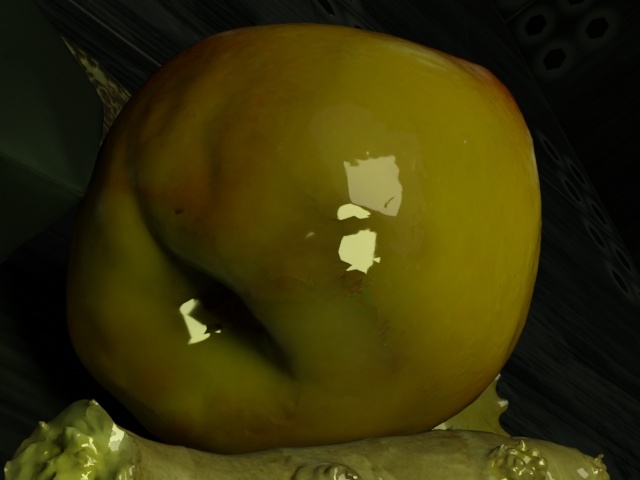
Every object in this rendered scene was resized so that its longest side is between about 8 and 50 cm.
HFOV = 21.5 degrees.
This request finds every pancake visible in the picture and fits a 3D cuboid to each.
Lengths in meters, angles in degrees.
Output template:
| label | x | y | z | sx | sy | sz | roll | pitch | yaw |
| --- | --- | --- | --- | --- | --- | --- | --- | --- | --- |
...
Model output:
| label | x | y | z | sx | sy | sz | roll | pitch | yaw |
| --- | --- | --- | --- | --- | --- | --- | --- | --- | --- |
| pancake | -0.180 | -0.093 | 1.345 | 0.184 | 0.020 | 0.190 | 60 | 20 | 19 |

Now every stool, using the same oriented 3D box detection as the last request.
| label | x | y | z | sx | sy | sz | roll | pitch | yaw |
| --- | --- | --- | --- | --- | --- | --- | --- | --- | --- |
| stool | -0.241 | -0.084 | 0.980 | 0.232 | 0.141 | 0.232 | 46 | 19 | -21 |

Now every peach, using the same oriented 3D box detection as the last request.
| label | x | y | z | sx | sy | sz | roll | pitch | yaw |
| --- | --- | --- | --- | --- | --- | --- | --- | --- | --- |
| peach | -0.002 | 0.003 | 1.089 | 0.289 | 0.289 | 0.308 | 53 | 33 | -1 |

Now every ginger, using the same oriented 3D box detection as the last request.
| label | x | y | z | sx | sy | sz | roll | pitch | yaw |
| --- | --- | --- | --- | --- | --- | --- | --- | --- | --- |
| ginger | -0.013 | 0.179 | 0.979 | 0.375 | 0.236 | 0.166 | 14 | 58 | -17 |

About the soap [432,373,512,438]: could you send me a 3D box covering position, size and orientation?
| label | x | y | z | sx | sy | sz | roll | pitch | yaw |
| --- | --- | --- | --- | --- | --- | --- | --- | --- | --- |
| soap | 0.068 | 0.105 | 1.370 | 0.339 | 0.169 | 0.304 | 55 | 28 | 3 |
